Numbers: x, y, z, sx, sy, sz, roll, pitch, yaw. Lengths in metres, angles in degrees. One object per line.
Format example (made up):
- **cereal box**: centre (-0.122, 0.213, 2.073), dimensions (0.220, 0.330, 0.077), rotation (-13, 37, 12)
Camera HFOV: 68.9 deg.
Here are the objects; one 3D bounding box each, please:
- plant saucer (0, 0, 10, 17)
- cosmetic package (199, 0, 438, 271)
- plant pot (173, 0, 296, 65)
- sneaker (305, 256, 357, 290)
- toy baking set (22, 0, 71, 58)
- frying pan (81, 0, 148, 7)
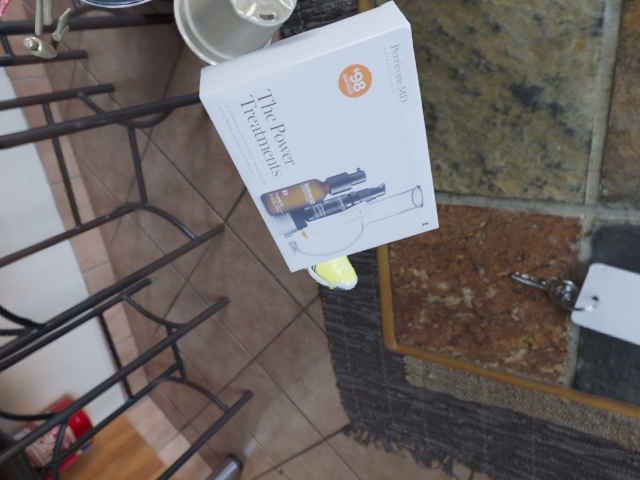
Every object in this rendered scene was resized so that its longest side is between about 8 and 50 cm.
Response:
- **plant saucer**: centre (-0.761, -0.580, 1.064), dimensions (0.047, 0.259, 0.258), rotation (31, 98, -28)
- **cosmetic package**: centre (0.022, -0.132, 0.743), dimensions (0.284, 0.097, 0.377), rotation (-19, 135, 5)
- **plant pot**: centre (-0.235, -0.715, 1.394), dimensions (0.305, 0.333, 0.334), rotation (10, 120, 59)
- **sneaker**: centre (0.000, 0.000, 1.567), dimensions (0.385, 0.145, 0.147), rotation (54, 139, 25)
- **toy baking set**: centre (-0.487, -0.423, 0.828), dimensions (0.030, 0.256, 0.197), rotation (15, 105, -19)
- **frying pan**: centre (-0.200, -0.345, 0.567), dimensions (0.326, 0.197, 0.053), rotation (36, 173, 5)
